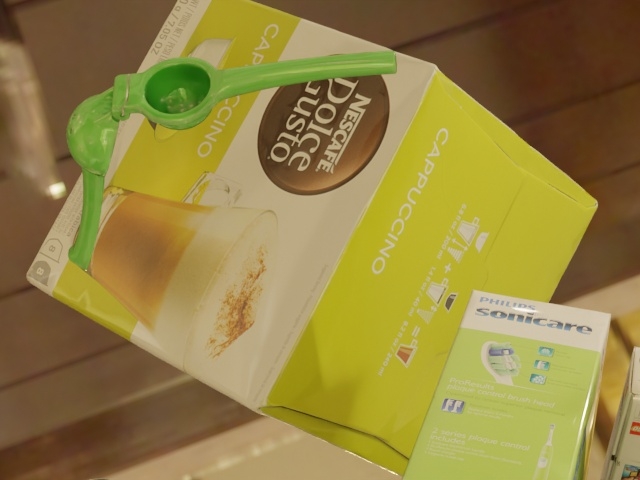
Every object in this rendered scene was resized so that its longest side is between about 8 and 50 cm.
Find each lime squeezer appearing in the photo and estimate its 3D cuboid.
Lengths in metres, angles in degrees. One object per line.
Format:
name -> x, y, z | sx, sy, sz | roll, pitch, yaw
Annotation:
lime squeezer -> -0.098, -0.070, 1.145 | 0.110, 0.310, 0.059 | 45, 34, -21

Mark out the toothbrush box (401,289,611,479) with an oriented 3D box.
toothbrush box -> 0.137, 0.204, 1.318 | 0.283, 0.122, 0.206 | -61, 157, -54

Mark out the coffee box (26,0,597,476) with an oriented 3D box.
coffee box -> 0.000, 0.000, 1.660 | 0.334, 0.338, 0.338 | 25, -5, 39

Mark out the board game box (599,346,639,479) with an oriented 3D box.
board game box -> 0.385, 0.183, 1.374 | 0.193, 0.305, 0.053 | 92, 8, -50

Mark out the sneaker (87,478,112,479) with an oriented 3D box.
sneaker -> -0.230, 0.447, 1.951 | 0.146, 0.122, 0.330 | 90, -8, -49
